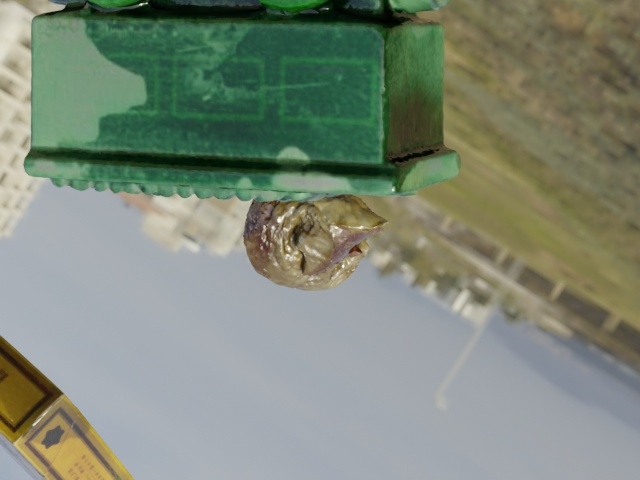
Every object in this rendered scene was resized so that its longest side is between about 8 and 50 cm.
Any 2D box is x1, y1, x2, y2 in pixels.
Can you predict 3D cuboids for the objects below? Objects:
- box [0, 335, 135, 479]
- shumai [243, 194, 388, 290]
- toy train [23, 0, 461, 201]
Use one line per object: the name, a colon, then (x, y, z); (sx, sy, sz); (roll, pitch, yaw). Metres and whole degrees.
box: (-0.332, 0.220, 2.040); (0.193, 0.084, 0.301); (35, 163, 30)
shumai: (-0.010, -0.006, 1.763); (0.139, 0.123, 0.105); (31, 179, -11)
toy train: (-0.045, -0.127, 1.019); (0.266, 0.201, 0.145); (3, -172, 21)
